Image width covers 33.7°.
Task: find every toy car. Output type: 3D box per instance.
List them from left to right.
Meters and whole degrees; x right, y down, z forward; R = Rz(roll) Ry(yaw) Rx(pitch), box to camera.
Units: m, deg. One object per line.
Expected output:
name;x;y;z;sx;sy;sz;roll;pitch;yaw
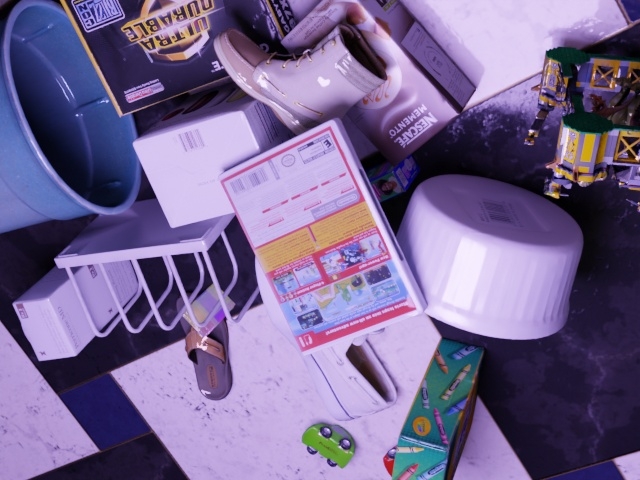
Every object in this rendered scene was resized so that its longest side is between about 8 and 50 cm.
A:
toy car;0.072;0.393;1.904;0.225;0.053;0.239;33;123;1

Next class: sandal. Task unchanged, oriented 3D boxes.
sandal;-0.211;0.197;1.894;0.090;0.060;0.219;2;113;19

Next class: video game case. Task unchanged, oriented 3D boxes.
video game case;0.000;0.000;1.453;0.204;0.025;0.285;-23;94;29

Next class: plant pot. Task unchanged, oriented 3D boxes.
plant pot;-0.506;-0.149;1.614;0.334;0.341;0.341;-19;110;17

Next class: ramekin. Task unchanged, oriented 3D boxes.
ramekin;0.239;0.013;1.510;0.277;0.277;0.135;19;115;10

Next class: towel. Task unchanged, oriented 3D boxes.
towel;-0.197;0.122;1.850;0.060;0.009;0.083;46;79;-11

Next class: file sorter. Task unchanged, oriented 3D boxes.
file sorter;-0.248;0.040;1.748;0.277;0.193;0.173;-7;117;23

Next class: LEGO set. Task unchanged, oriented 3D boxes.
LEGO set;0.391;-0.107;1.379;0.254;0.331;0.192;1;121;-3

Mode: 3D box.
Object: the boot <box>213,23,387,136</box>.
boot;-0.028;-0.250;1.459;0.213;0.077;0.165;42;128;-11

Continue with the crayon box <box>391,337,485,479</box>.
crayon box;0.186;0.301;1.676;0.081;0.278;0.165;13;121;14

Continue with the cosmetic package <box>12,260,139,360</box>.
cosmetic package;-0.413;0.096;1.812;0.085;0.231;0.117;-9;114;24

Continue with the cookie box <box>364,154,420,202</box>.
cookie box;0.088;-0.087;1.613;0.107;0.092;0.040;-25;104;29

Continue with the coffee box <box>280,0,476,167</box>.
coffee box;0.085;-0.250;1.519;0.246;0.098;0.141;46;125;-7

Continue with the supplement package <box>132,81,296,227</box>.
supplement package;-0.134;-0.143;1.597;0.194;0.203;0.149;-12;112;25

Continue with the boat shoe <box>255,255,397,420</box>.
boat shoe;0.032;0.141;1.732;0.156;0.136;0.367;-15;114;27

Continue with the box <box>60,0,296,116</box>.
box;-0.219;-0.355;1.589;0.322;0.079;0.257;-15;110;26
